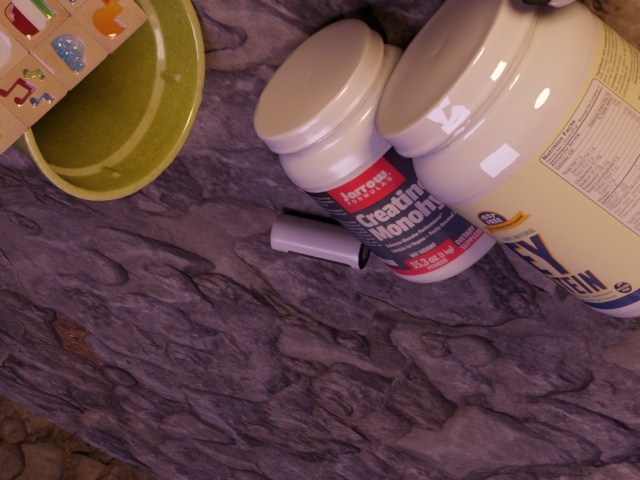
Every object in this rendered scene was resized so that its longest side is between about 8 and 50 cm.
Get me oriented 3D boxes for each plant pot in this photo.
[{"bbox_3d":[-0.322,-0.206,1.489,0.254,0.276,0.276,16,152,36],"label":"plant pot"}]

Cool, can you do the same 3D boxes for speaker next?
[{"bbox_3d":[0.000,0.000,1.780,0.136,0.055,0.055,13,150,18],"label":"speaker"}]

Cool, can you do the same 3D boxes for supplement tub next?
[{"bbox_3d":[0.241,-0.096,1.259,0.324,0.235,0.235,34,150,-18],"label":"supplement tub"},{"bbox_3d":[0.076,-0.096,1.422,0.191,0.191,0.272,-12,136,47],"label":"supplement tub"}]

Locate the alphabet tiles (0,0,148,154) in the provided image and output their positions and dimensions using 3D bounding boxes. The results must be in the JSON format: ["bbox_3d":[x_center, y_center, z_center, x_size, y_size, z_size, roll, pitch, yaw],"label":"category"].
[{"bbox_3d":[-0.348,-0.248,1.253,0.285,0.342,0.011,46,-175,-27],"label":"alphabet tiles"}]

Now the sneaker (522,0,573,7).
[{"bbox_3d":[0.171,-0.266,1.129,0.228,0.132,0.086,4,146,31],"label":"sneaker"}]
